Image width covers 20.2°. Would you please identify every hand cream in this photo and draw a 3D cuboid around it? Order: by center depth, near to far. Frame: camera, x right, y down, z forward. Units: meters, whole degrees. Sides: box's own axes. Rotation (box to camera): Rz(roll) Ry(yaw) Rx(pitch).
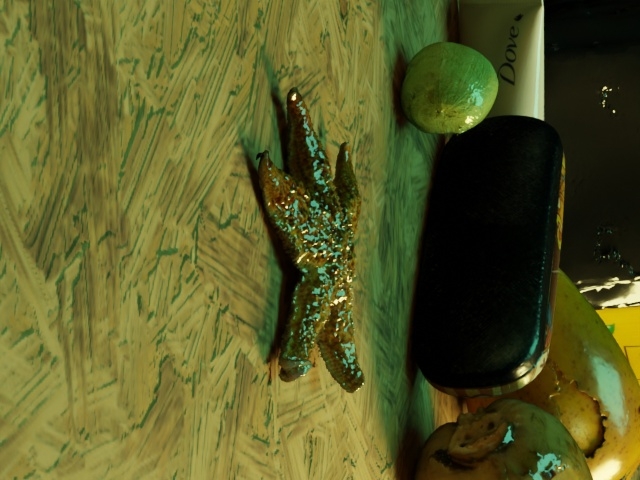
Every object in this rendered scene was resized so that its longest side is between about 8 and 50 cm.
[{"bbox_3d":[0.189,-0.135,1.850,0.083,0.133,0.248,-8,98,-35],"label":"hand cream"}]

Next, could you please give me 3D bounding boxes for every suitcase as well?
[{"bbox_3d":[0.358,-0.106,1.970,0.188,0.339,0.345,-85,169,-75],"label":"suitcase"}]

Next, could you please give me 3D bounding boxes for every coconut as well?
[{"bbox_3d":[0.116,-0.138,1.634,0.096,0.087,0.088,-61,146,-48],"label":"coconut"}]

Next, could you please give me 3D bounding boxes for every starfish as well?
[{"bbox_3d":[0.001,0.000,1.311,0.240,0.043,0.227,-75,157,-51],"label":"starfish"}]

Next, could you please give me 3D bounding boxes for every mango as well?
[{"bbox_3d":[0.225,0.137,1.783,0.290,0.159,0.191,67,-10,-9],"label":"mango"}]

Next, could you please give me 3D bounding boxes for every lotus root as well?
[{"bbox_3d":[0.176,0.247,1.651,0.284,0.160,0.146,64,23,-46],"label":"lotus root"}]

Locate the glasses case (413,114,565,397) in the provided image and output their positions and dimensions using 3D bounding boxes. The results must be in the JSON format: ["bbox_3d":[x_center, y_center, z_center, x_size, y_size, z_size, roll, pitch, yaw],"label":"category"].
[{"bbox_3d":[0.162,0.009,1.700,0.082,0.122,0.321,69,25,-47],"label":"glasses case"}]

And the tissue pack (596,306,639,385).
[{"bbox_3d":[0.487,0.031,2.345,0.228,0.381,0.293,65,28,-47],"label":"tissue pack"}]
